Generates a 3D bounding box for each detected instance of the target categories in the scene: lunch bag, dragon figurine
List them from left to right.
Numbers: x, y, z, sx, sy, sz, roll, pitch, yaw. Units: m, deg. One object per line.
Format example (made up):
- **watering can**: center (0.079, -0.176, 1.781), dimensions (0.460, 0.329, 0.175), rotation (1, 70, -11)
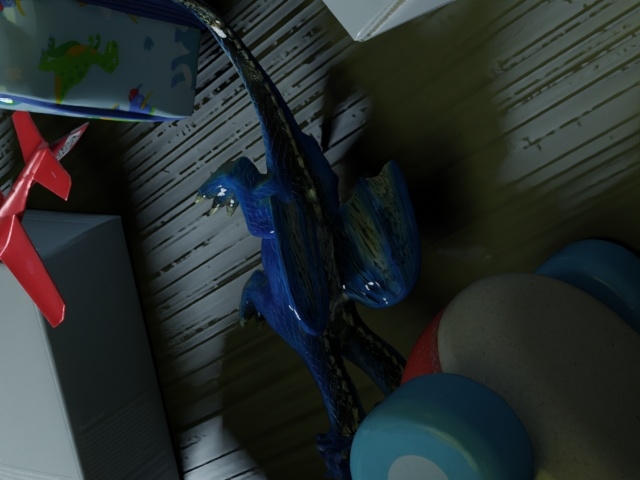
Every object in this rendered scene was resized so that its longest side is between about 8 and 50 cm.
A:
- **lunch bag**: center (-0.188, -0.126, 0.735), dimensions (0.219, 0.176, 0.090), rotation (14, 97, 34)
- **dragon figurine**: center (0.000, 0.000, 0.673), dimensions (0.144, 0.085, 0.289), rotation (26, 131, 59)

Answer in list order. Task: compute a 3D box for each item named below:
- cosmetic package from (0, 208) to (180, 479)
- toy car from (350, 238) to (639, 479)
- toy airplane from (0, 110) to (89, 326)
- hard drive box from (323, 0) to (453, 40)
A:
- **cosmetic package**: center (-0.197, 0.101, 0.899), dimensions (0.127, 0.107, 0.238), rotation (7, 112, 34)
- **toy car**: center (0.095, 0.157, 0.612), dimensions (0.210, 0.219, 0.238), rotation (44, 126, 11)
- **toy airplane**: center (-0.192, -0.021, 0.772), dimensions (0.151, 0.028, 0.151), rotation (4, 96, 37)
- **hard drive box**: center (0.101, -0.184, 0.446), dimensions (0.089, 0.232, 0.181), rotation (52, 131, 4)
